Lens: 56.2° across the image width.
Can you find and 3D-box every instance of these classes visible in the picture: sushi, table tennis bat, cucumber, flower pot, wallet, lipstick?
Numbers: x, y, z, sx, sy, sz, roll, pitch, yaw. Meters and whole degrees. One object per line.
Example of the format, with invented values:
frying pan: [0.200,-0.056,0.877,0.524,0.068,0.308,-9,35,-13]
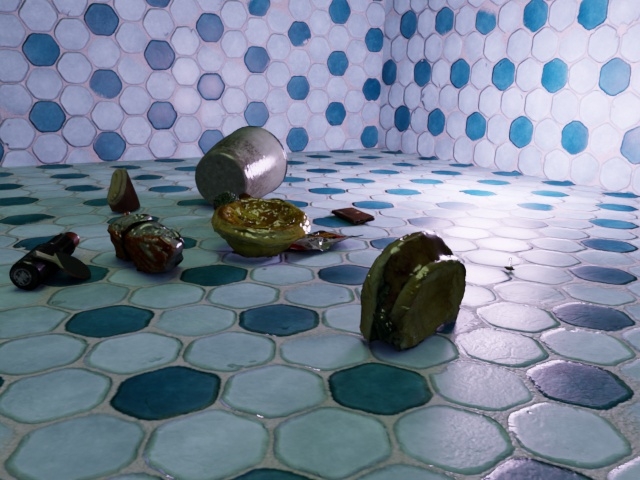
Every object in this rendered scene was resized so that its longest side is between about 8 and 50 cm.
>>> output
sushi: [-0.461,0.006,1.584,0.332,0.124,0.130,18,33,42]
table tennis bat: [-0.619,0.053,1.442,0.087,0.013,0.156,49,11,36]
cucumber: [-0.283,-0.082,1.991,0.096,0.096,0.359,-4,19,-19]
flower pot: [-0.315,-0.271,2.337,0.294,0.293,0.330,6,24,15]
wallet: [0.120,-0.089,2.179,0.095,0.026,0.176,-13,19,-26]
lipstick: [-0.681,0.041,1.506,0.081,0.081,0.299,1,16,-3]

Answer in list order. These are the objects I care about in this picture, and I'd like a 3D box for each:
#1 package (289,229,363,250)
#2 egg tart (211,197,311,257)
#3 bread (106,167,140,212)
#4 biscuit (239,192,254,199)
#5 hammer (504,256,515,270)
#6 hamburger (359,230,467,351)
package: [0.000,0.000,1.825,0.239,0.030,0.154,-15,17,-39]
egg tart: [-0.170,-0.033,1.730,0.290,0.115,0.290,3,26,-2]
bread: [-0.710,-0.156,2.164,0.067,0.192,0.119,11,54,15]
biscuit: [-0.190,-0.089,1.942,0.192,0.049,0.192,38,-7,6]
hammer: [0.536,0.064,1.692,0.029,0.014,0.123,15,17,15]
hamburger: [0.191,0.088,1.209,0.132,0.211,0.309,20,22,37]
